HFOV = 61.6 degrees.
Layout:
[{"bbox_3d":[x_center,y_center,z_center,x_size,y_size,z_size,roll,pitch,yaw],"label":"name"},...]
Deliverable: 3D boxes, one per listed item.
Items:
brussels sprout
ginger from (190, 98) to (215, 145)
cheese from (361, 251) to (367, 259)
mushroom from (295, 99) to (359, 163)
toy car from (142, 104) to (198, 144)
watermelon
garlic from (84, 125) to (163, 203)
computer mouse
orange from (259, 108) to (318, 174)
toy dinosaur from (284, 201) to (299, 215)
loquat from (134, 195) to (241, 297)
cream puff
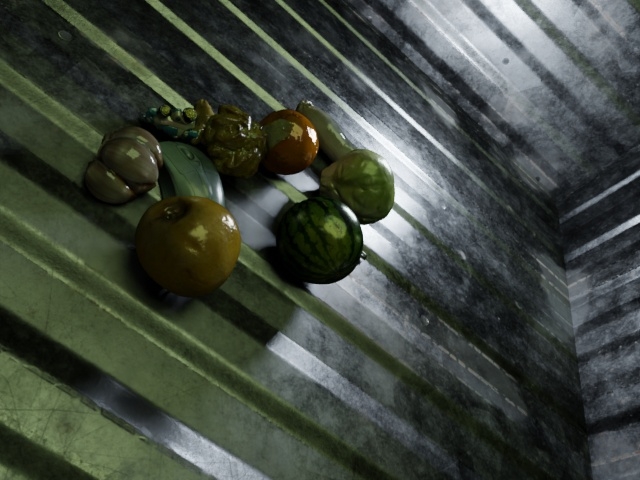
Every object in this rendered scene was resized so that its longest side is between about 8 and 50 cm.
[{"bbox_3d":[0.154,-0.217,2.094,0.317,0.273,0.242,29,3,-11],"label":"brussels sprout"},{"bbox_3d":[-0.390,-0.402,1.856,0.115,0.081,0.205,3,60,-7],"label":"ginger"},{"bbox_3d":[0.115,0.013,2.033,0.162,0.036,0.086,41,36,-11],"label":"cheese"},{"bbox_3d":[0.044,-0.435,2.267,0.397,0.126,0.177,46,18,-6],"label":"mushroom"},{"bbox_3d":[-0.477,-0.367,1.721,0.162,0.126,0.097,0,77,-37],"label":"toy car"},{"bbox_3d":[0.000,0.000,1.737,0.285,0.285,0.285,25,44,-27],"label":"watermelon"},{"bbox_3d":[-0.539,-0.213,1.494,0.191,0.160,0.214,29,40,-17],"label":"garlic"},{"bbox_3d":[-0.394,-0.181,1.647,0.188,0.122,0.370,-4,59,-46],"label":"computer mouse"},{"bbox_3d":[-0.126,-0.353,1.942,0.240,0.240,0.239,25,44,-27],"label":"orange"},{"bbox_3d":[-0.096,-0.082,1.897,0.055,0.049,0.154,28,48,-21],"label":"toy dinosaur"},{"bbox_3d":[-0.339,0.017,1.417,0.275,0.275,0.274,25,44,-27],"label":"loquat"},{"bbox_3d":[-0.279,-0.324,1.778,0.196,0.244,0.244,18,42,3],"label":"cream puff"}]
